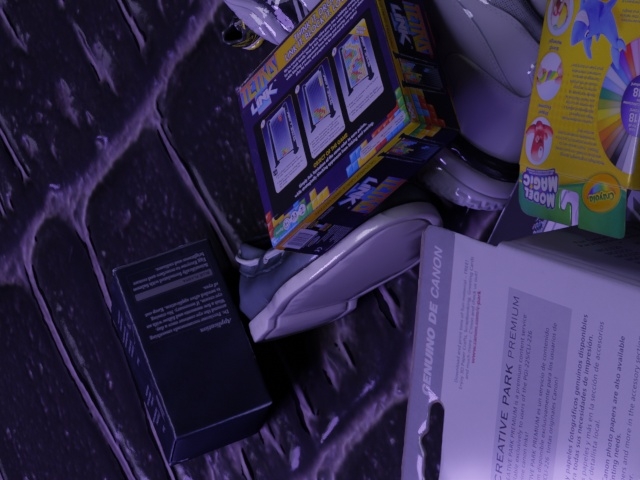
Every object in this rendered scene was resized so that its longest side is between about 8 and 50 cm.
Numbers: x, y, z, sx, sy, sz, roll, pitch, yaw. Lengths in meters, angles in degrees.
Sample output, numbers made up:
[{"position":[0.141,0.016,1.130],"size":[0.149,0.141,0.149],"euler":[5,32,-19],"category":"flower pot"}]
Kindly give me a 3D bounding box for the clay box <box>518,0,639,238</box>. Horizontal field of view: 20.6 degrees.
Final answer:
[{"position":[0.193,-0.116,1.131],"size":[0.127,0.053,0.222],"euler":[21,104,62],"category":"clay box"}]

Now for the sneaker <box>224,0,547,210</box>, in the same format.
[{"position":[0.065,-0.210,1.314],"size":[0.366,0.137,0.210],"euler":[47,128,24],"category":"sneaker"}]

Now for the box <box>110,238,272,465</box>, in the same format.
[{"position":[-0.117,0.101,1.554],"size":[0.156,0.093,0.158],"euler":[114,136,-73],"category":"box"}]

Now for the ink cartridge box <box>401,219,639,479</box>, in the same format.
[{"position":[0.189,0.153,1.138],"size":[0.272,0.130,0.309],"euler":[21,112,45],"category":"ink cartridge box"}]

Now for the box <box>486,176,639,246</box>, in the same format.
[{"position":[0.243,0.076,1.219],"size":[0.307,0.076,0.242],"euler":[45,128,32],"category":"box"}]

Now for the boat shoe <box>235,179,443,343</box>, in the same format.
[{"position":[0.000,0.000,1.394],"size":[0.319,0.116,0.099],"euler":[135,119,-66],"category":"boat shoe"}]

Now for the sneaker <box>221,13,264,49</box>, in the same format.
[{"position":[-0.054,-0.190,1.513],"size":[0.083,0.035,0.031],"euler":[-46,65,42],"category":"sneaker"}]

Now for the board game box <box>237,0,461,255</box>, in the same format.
[{"position":[0.015,-0.092,1.234],"size":[0.170,0.048,0.141],"euler":[-41,51,42],"category":"board game box"}]
